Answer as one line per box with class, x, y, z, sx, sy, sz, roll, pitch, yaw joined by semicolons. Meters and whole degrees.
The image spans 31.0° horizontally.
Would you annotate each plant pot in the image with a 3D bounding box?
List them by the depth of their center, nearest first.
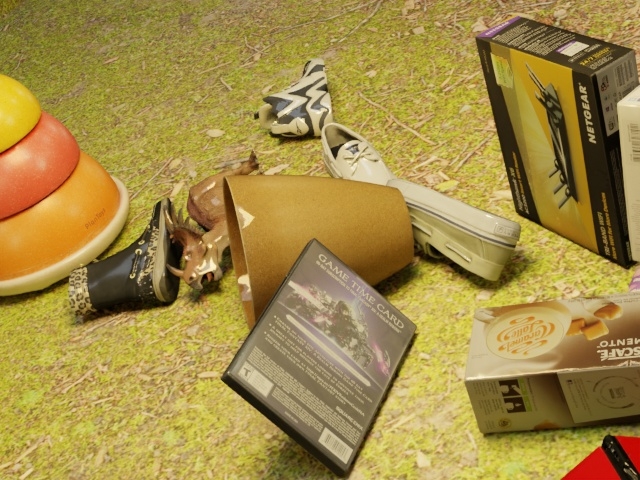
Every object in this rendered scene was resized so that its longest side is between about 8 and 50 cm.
plant pot;0.000;0.000;1.708;0.254;0.237;0.237;-10;31;-10

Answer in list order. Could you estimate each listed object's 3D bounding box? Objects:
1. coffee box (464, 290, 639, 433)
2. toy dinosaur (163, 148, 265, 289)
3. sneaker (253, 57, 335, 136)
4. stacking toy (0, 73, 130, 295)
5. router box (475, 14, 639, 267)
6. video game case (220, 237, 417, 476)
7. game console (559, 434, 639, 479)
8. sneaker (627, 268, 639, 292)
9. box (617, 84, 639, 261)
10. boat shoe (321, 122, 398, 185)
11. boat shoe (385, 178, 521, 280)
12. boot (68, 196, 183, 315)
coffee box;0.311;0.147;1.401;0.246;0.098;0.141;-7;35;20
toy dinosaur;-0.177;-0.050;1.928;0.200;0.127;0.296;-21;23;-2
sneaker;-0.056;-0.272;2.235;0.153;0.094;0.235;-10;43;1
stacking toy;-0.571;-0.176;2.015;0.350;0.480;0.350;-14;32;9
router box;0.348;-0.142;1.616;0.081;0.309;0.243;-31;33;-18
video game case;0.007;0.145;1.507;0.026;0.196;0.274;-41;12;43
game console;0.344;0.288;1.253;0.124;0.085;0.144;6;29;-17
sneaker;0.491;0.056;1.452;0.236;0.095;0.104;-10;26;17
box;0.509;-0.143;1.565;0.058;0.232;0.322;14;37;41
boat shoe;0.059;-0.127;1.964;0.095;0.084;0.258;-28;33;-13
boat shoe;0.178;-0.022;1.730;0.302;0.109;0.094;28;98;59
boot;-0.326;0.026;1.939;0.178;0.085;0.236;-14;40;8
